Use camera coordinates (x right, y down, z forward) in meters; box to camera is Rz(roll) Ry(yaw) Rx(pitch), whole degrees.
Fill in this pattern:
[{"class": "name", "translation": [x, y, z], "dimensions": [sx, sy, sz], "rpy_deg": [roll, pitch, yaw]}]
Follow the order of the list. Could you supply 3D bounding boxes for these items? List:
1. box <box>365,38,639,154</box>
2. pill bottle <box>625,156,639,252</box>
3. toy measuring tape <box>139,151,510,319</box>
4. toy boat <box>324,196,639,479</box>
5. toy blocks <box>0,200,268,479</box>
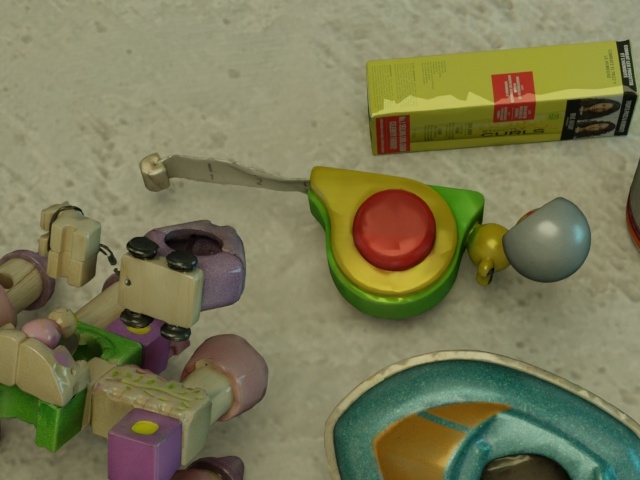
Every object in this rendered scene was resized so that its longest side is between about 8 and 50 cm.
[{"class": "box", "translation": [0.157, -0.125, 1.444], "dimensions": [0.232, 0.087, 0.058], "rpy_deg": [-4, 68, 1]}, {"class": "pill bottle", "translation": [0.320, -0.058, 1.334], "dimensions": [0.121, 0.221, 0.121], "rpy_deg": [-1, 68, 3]}, {"class": "toy measuring tape", "translation": [0.000, 0.000, 1.389], "dimensions": [0.330, 0.121, 0.121], "rpy_deg": [8, 69, 6]}, {"class": "toy boat", "translation": [0.144, 0.123, 1.276], "dimensions": [0.267, 0.148, 0.318], "rpy_deg": [13, 89, 8]}, {"class": "toy blocks", "translation": [-0.172, 0.070, 1.301], "dimensions": [0.289, 0.309, 0.260], "rpy_deg": [18, 28, 18]}]
